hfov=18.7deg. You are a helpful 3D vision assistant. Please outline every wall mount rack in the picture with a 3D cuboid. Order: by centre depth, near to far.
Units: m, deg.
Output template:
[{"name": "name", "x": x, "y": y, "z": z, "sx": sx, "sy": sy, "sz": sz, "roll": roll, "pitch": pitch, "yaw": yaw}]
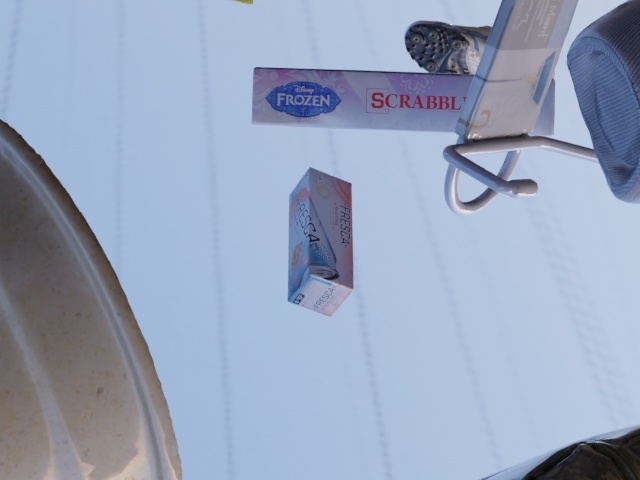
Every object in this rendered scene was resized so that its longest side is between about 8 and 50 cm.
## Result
[{"name": "wall mount rack", "x": 0.261, "y": -0.162, "z": 1.833, "sx": 0.130, "sy": 0.350, "sz": 0.304, "roll": 32, "pitch": -155, "yaw": 32}]

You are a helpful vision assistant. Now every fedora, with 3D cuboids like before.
[{"name": "fedora", "x": 0.268, "y": -0.108, "z": 1.500, "sx": 0.275, "sy": 0.124, "sz": 0.244, "roll": -113, "pitch": 5, "yaw": -87}]

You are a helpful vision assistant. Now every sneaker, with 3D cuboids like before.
[{"name": "sneaker", "x": 0.220, "y": -0.270, "z": 2.738, "sx": 0.237, "sy": 0.085, "sz": 0.086, "roll": 11, "pitch": -141, "yaw": -24}]

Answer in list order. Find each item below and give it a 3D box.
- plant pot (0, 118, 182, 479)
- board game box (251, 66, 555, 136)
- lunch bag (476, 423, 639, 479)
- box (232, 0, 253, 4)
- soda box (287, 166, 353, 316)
[{"name": "plant pot", "x": -0.300, "y": 0.124, "z": 1.210, "sx": 0.305, "sy": 0.334, "sz": 0.334, "roll": -25, "pitch": -117, "yaw": -27}, {"name": "board game box", "x": 0.089, "y": -0.156, "z": 2.165, "sx": 0.318, "sy": 0.066, "sz": 0.319, "roll": 2, "pitch": -175, "yaw": 0}, {"name": "lunch bag", "x": 0.192, "y": 0.264, "z": 1.516, "sx": 0.256, "sy": 0.305, "sz": 0.212, "roll": -27, "pitch": -93, "yaw": -47}, {"name": "box", "x": -0.120, "y": -0.291, "z": 1.937, "sx": 0.058, "sy": 0.087, "sz": 0.232, "roll": 10, "pitch": -170, "yaw": -23}, {"name": "soda box", "x": 0.000, "y": 0.000, "z": 2.318, "sx": 0.063, "sy": 0.058, "sz": 0.183, "roll": 20, "pitch": -138, "yaw": -20}]
